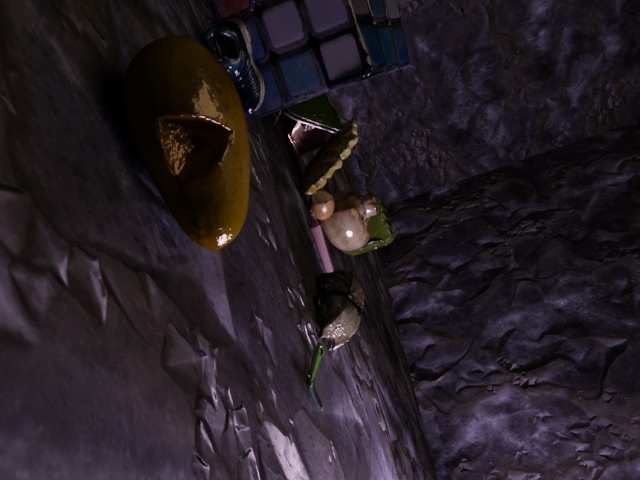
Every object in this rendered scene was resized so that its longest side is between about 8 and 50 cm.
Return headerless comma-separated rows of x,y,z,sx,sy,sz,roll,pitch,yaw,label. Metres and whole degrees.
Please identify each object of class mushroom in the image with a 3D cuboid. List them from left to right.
0.106,-0.063,1.852,0.253,0.195,0.188,-85,158,-64,mushroom

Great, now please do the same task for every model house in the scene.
-0.080,-0.379,1.676,0.207,0.154,0.293,10,39,-29,model house

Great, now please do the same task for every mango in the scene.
-0.157,-0.119,0.688,0.167,0.130,0.261,-66,141,-68,mango

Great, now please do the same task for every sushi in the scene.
0.054,0.166,1.376,0.273,0.109,0.134,-68,138,-74,sushi

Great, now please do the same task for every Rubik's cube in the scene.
-0.013,-0.542,1.363,0.359,0.363,0.362,-45,119,-53,Rubik's cube

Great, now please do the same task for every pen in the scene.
0.000,0.000,1.617,0.053,0.032,0.197,-65,137,-76,pen

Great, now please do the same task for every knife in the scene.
-0.010,0.259,1.097,0.166,0.023,0.078,-83,160,-65,knife

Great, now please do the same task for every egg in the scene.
0.004,-0.107,1.700,0.096,0.080,0.080,90,-11,-58,egg

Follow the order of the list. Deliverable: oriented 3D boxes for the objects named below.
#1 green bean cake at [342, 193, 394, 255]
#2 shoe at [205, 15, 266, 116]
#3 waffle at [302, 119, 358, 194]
0.151,-0.058,2.036,0.113,0.214,0.200,14,58,-74,green bean cake
-0.186,-0.359,1.139,0.106,0.092,0.207,-33,110,-57,shoe
0.027,-0.257,1.674,0.056,0.261,0.250,37,16,-16,waffle
